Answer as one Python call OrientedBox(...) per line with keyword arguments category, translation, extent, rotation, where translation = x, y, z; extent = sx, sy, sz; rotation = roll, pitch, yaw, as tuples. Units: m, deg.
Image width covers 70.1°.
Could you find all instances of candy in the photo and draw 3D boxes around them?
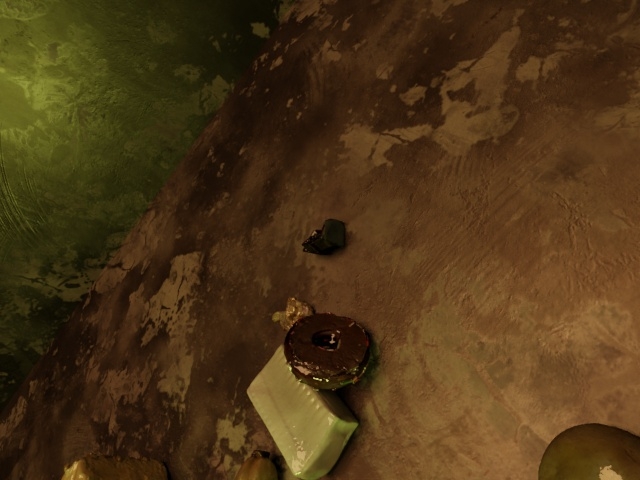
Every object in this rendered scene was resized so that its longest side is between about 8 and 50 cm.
OrientedBox(category="candy", translation=(-0.059, 0.504, 1.381), extent=(0.208, 0.145, 0.358), rotation=(-54, 44, 4))

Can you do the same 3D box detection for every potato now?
OrientedBox(category="potato", translation=(0.525, 0.448, 0.864), extent=(0.235, 0.160, 0.178), rotation=(-46, 4, 33))

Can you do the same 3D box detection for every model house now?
OrientedBox(category="model house", translation=(-0.004, -0.001, 1.617), extent=(0.152, 0.165, 0.106), rotation=(-29, 67, 30))

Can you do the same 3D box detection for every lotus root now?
OrientedBox(category="lotus root", translation=(-0.193, 0.770, 1.364), extent=(0.154, 0.140, 0.257), rotation=(2, 57, 12))

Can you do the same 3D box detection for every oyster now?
OrientedBox(category="oyster", translation=(-0.102, 0.280, 1.594), extent=(0.191, 0.081, 0.163), rotation=(-19, 60, 39))

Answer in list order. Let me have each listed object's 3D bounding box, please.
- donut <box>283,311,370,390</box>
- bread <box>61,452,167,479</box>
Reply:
OrientedBox(category="donut", translation=(0.017, 0.326, 1.351), extent=(0.270, 0.269, 0.103), rotation=(50, 143, 46))
OrientedBox(category="bread", translation=(-0.751, 0.991, 1.590), extent=(0.279, 0.371, 0.390), rotation=(22, 83, 46))
